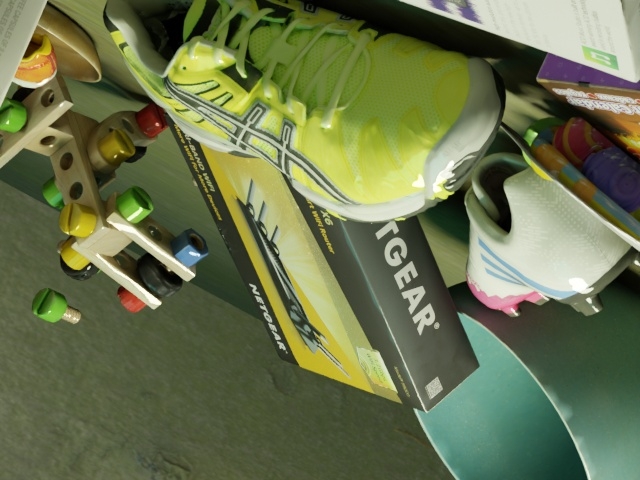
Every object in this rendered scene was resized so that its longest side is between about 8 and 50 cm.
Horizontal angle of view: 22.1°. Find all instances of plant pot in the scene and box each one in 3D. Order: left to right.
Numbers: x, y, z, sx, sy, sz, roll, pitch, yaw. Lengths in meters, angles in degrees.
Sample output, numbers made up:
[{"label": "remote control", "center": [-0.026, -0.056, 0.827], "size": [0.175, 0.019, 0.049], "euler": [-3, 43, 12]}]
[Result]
[{"label": "plant pot", "center": [-0.334, -0.239, 1.745], "size": [0.236, 0.032, 0.236], "euler": [24, 171, 4]}, {"label": "plant pot", "center": [0.243, 0.141, 1.660], "size": [0.290, 0.195, 0.290], "euler": [44, 153, 30]}]

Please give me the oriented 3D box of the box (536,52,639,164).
[{"label": "box", "center": [0.294, -0.055, 0.947], "size": [0.201, 0.057, 0.293], "euler": [32, 170, -37]}]

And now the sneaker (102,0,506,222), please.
[{"label": "sneaker", "center": [-0.029, -0.117, 1.237], "size": [0.384, 0.145, 0.147], "euler": [15, 166, 45]}]

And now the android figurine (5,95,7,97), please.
[{"label": "android figurine", "center": [-0.535, -0.253, 2.166], "size": [0.273, 0.056, 0.248], "euler": [34, 168, -33]}]

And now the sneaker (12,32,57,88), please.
[{"label": "sneaker", "center": [-0.351, -0.210, 1.678], "size": [0.175, 0.064, 0.067], "euler": [12, 144, 7]}]

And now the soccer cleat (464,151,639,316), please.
[{"label": "soccer cleat", "center": [0.178, -0.017, 1.417], "size": [0.143, 0.116, 0.331], "euler": [50, 171, -4]}]

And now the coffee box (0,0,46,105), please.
[{"label": "coffee box", "center": [-0.468, -0.168, 1.406], "size": [0.338, 0.338, 0.334], "euler": [28, 162, -23]}]

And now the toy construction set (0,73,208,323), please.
[{"label": "toy construction set", "center": [-0.224, -0.072, 1.774], "size": [0.308, 0.257, 0.237], "euler": [-9, 155, 33]}]

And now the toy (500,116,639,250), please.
[{"label": "toy", "center": [0.193, -0.048, 1.135], "size": [0.137, 0.056, 0.237], "euler": [36, -174, -16]}]

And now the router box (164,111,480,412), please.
[{"label": "router box", "center": [0.000, 0.000, 1.580], "size": [0.243, 0.081, 0.309], "euler": [14, 135, 53]}]

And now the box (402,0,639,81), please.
[{"label": "box", "center": [0.025, -0.200, 0.884], "size": [0.322, 0.058, 0.232], "euler": [21, 170, 20]}]
